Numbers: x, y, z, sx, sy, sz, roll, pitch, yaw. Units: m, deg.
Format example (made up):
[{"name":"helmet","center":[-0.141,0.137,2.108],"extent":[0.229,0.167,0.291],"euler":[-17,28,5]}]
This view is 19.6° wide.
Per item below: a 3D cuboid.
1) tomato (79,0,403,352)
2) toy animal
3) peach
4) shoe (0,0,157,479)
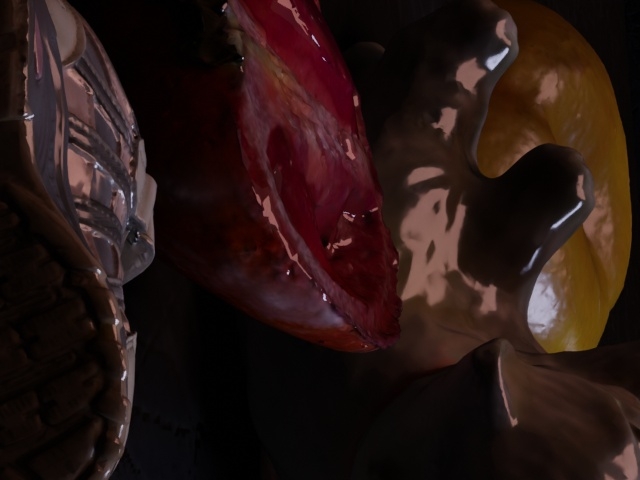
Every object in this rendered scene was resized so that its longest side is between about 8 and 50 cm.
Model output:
[{"name":"tomato","center":[-0.040,-0.033,0.706],"extent":[0.173,0.099,0.189],"euler":[48,28,-57]},{"name":"toy animal","center":[0.056,0.036,0.808],"extent":[0.188,0.266,0.308],"euler":[6,89,-56]},{"name":"peach","center":[0.112,-0.025,1.150],"extent":[0.251,0.153,0.251],"euler":[22,63,-51]},{"name":"shoe","center":[-0.096,-0.009,0.542],"extent":[0.092,0.089,0.180],"euler":[-6,83,-77]}]
